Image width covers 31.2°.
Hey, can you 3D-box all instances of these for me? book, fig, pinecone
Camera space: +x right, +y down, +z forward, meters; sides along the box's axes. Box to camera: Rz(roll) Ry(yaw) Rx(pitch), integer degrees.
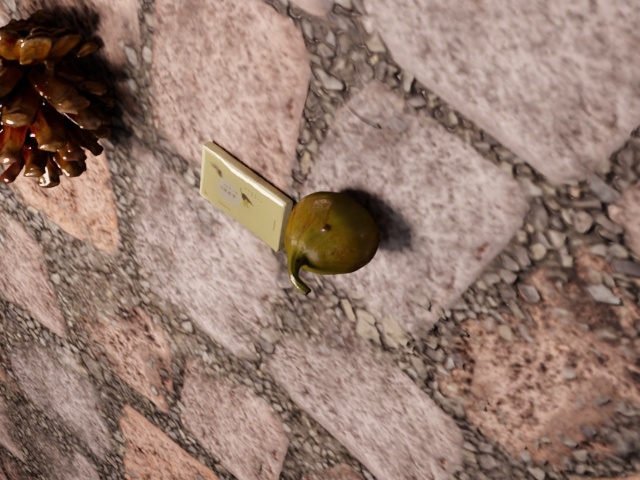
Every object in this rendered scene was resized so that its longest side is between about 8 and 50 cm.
[{"bbox_3d":[-0.078,-0.043,1.155,0.111,0.014,0.077,36,145,17],"label":"book"},{"bbox_3d":[0.000,0.000,1.037,0.084,0.098,0.082,55,150,11],"label":"fig"},{"bbox_3d":[-0.304,-0.145,1.191,0.179,0.150,0.195,9,134,36],"label":"pinecone"}]
